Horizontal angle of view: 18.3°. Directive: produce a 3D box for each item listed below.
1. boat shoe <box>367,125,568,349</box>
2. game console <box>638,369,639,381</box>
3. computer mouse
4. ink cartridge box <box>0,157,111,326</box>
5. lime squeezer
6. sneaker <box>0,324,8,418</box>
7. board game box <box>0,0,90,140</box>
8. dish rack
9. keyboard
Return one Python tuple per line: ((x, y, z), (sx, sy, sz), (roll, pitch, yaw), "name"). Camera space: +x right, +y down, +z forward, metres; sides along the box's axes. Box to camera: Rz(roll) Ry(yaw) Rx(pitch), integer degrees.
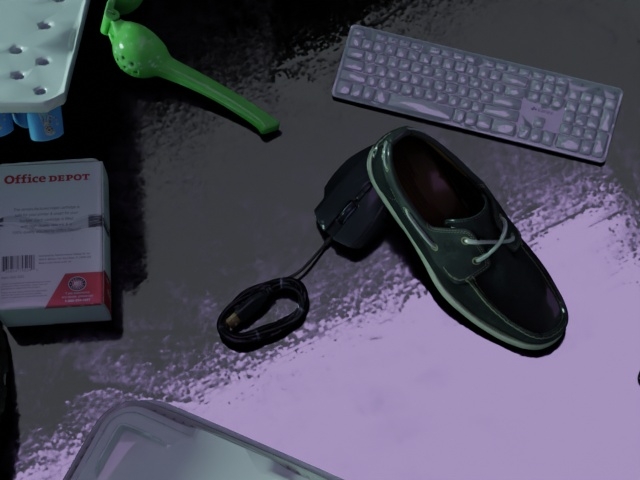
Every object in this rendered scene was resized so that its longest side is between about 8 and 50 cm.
((0.129, -0.001, 1.708), (0.084, 0.079, 0.233), (-40, 90, -16), "boat shoe")
((0.349, 0.099, 1.683), (0.071, 0.107, 0.122), (46, 78, -13), "game console")
((0.000, 0.000, 1.752), (0.071, 0.041, 0.242), (40, 78, 14), "computer mouse")
((-0.236, 0.002, 1.756), (0.099, 0.056, 0.135), (-3, 71, 2), "ink cartridge box")
((-0.153, -0.218, 1.829), (0.110, 0.059, 0.310), (-26, 70, -5), "lime squeezer")
((-0.399, 0.042, 1.725), (0.182, 0.158, 0.410), (-26, 65, 8), "sneaker")
((-0.389, -0.213, 1.746), (0.390, 0.050, 0.390), (-1, 39, 3), "board game box")
((-0.132, 0.297, 1.613), (0.285, 0.072, 0.333), (21, 69, 21), "dish rack")
((0.141, -0.133, 1.804), (0.256, 0.014, 0.072), (14, 72, 9), "keyboard")
